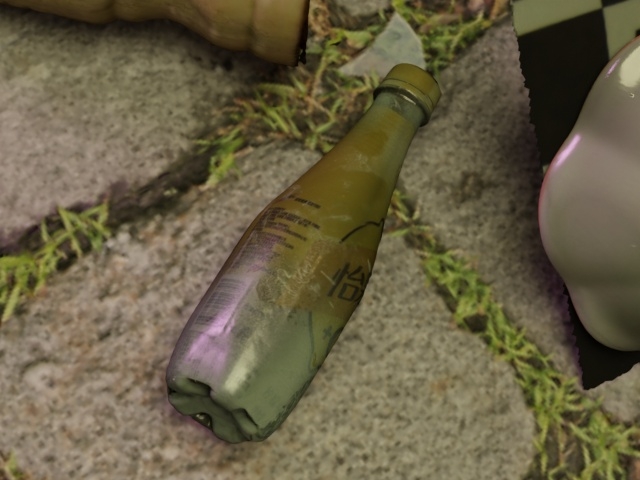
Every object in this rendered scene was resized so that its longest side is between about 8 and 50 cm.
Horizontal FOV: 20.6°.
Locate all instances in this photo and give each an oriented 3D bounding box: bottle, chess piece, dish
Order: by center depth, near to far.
[{"bbox_3d":[0.249,-0.022,1.077,0.229,0.081,0.229,-9,114,-22],"label":"dish"},{"bbox_3d":[0.000,0.000,1.081,0.083,0.083,0.269,34,64,-3],"label":"bottle"},{"bbox_3d":[-0.145,-0.191,1.092,0.301,0.137,0.137,8,72,-1],"label":"chess piece"}]

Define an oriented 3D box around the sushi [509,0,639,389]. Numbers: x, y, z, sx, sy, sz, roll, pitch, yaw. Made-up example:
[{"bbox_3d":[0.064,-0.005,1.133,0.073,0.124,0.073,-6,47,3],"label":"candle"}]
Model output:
[{"bbox_3d":[0.279,-0.112,1.164,0.373,0.100,0.296,-23,118,-17],"label":"sushi"}]
